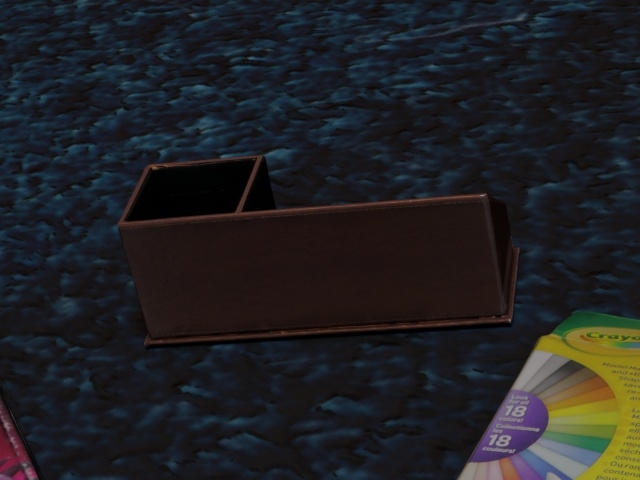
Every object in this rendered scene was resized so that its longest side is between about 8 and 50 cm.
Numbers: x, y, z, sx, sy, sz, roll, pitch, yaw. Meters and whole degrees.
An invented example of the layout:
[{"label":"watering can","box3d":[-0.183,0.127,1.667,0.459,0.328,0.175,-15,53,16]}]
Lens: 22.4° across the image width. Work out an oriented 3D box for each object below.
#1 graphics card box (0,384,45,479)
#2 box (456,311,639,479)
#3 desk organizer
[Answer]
[{"label":"graphics card box","box3d":[-0.132,0.152,0.309,0.233,0.094,0.371,-22,32,-13]},{"label":"box","box3d":[0.082,0.081,0.404,0.105,0.043,0.179,6,37,29]},{"label":"desk organizer","box3d":[0.000,0.000,0.560,0.130,0.050,0.047,-4,31,13]}]
